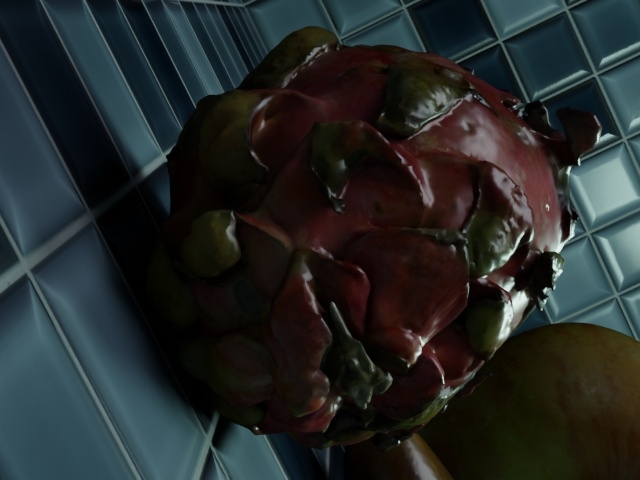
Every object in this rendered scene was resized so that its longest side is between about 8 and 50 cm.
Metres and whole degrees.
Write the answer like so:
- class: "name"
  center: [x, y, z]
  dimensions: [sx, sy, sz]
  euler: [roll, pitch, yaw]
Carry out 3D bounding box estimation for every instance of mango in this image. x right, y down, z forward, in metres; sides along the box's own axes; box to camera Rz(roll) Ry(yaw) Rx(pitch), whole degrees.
- class: "mango"
  center: [0.095, 0.281, 1.168]
  dimensions: [0.268, 0.111, 0.133]
  euler: [61, -10, -20]

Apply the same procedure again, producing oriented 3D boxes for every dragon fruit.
- class: "dragon fruit"
  center: [0.000, 0.000, 0.870]
  dimensions: [0.296, 0.314, 0.263]
  euler: [39, 29, 14]

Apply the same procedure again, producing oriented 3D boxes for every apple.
- class: "apple"
  center: [0.267, 0.284, 1.401]
  dimensions: [0.400, 0.400, 0.333]
  euler: [63, 2, -16]
